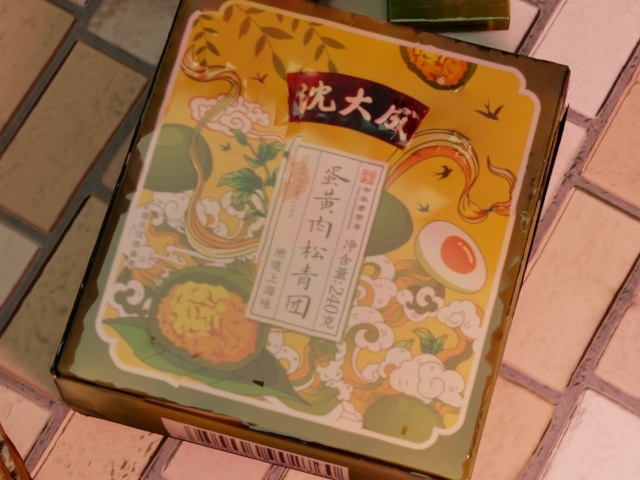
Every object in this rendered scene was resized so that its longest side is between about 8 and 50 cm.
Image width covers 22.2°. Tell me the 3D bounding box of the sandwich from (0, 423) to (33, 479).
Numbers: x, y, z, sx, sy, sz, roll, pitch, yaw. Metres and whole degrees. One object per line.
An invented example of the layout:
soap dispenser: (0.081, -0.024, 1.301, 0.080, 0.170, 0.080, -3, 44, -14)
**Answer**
sandwich: (-0.367, 0.322, 1.389, 0.325, 0.131, 0.262, -32, 75, -7)

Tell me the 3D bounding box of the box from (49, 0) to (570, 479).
box: (0.000, 0.000, 1.482, 0.373, 0.138, 0.420, 15, 74, 6)

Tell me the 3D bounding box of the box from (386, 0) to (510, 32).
box: (0.125, -0.301, 1.631, 0.121, 0.030, 0.193, -1, 72, 1)
